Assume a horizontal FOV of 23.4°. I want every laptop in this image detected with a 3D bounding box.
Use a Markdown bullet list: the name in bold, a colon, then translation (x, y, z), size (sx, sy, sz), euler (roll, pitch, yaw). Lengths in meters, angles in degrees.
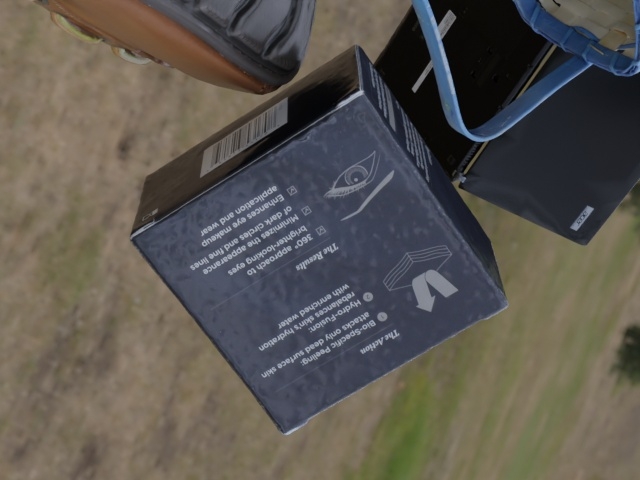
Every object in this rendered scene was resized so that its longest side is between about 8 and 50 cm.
- **laptop**: translation (0.213, -0.165, 1.550), size (0.136, 0.264, 0.234), euler (-2, 136, -45)

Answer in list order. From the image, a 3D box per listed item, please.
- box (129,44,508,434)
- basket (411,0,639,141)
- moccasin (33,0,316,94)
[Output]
- **box**: translation (0.000, 0.000, 0.894), size (0.156, 0.158, 0.093), euler (-31, -159, 13)
- **basket**: translation (0.195, -0.252, 1.289), size (0.289, 0.201, 0.255), euler (-32, 127, -11)
- **moccasin**: translation (-0.137, -0.185, 0.770), size (0.380, 0.147, 0.139), euler (24, 74, -62)
